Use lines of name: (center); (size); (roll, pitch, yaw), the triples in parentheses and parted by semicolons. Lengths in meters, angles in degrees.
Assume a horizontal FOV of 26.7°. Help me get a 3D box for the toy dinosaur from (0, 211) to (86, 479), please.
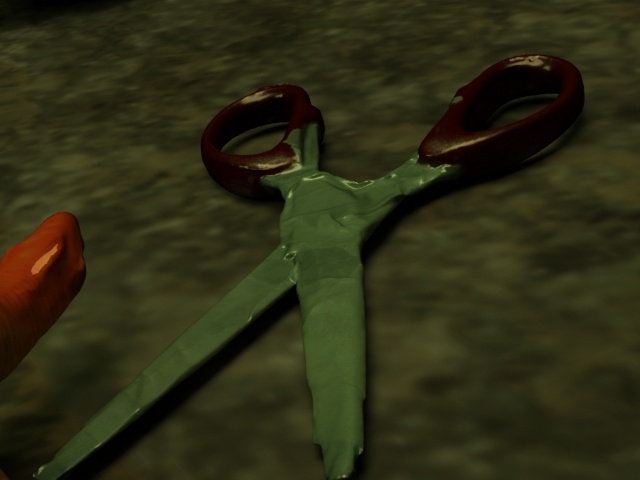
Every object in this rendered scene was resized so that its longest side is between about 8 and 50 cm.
toy dinosaur: (-0.140, 0.045, 0.272); (0.070, 0.117, 0.288); (3, 27, 31)

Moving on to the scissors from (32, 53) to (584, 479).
scissors: (0.000, 0.000, 0.419); (0.144, 0.017, 0.248); (-5, 27, 20)
